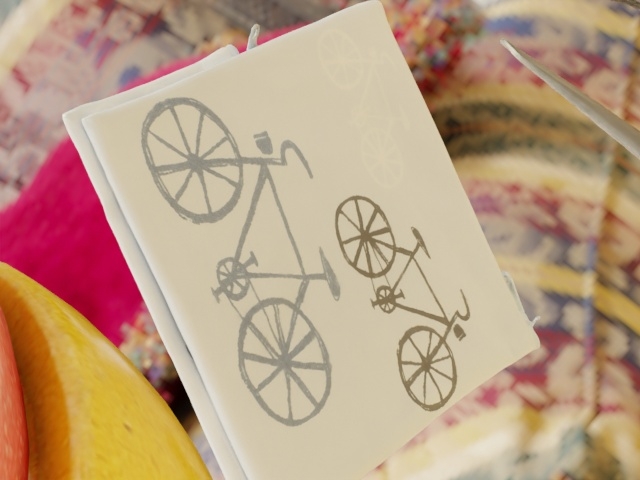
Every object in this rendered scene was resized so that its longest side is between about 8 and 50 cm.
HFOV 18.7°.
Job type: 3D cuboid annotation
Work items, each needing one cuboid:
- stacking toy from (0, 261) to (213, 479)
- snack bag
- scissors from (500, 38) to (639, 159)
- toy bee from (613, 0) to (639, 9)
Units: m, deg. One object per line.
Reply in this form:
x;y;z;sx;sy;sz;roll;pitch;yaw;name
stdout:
-0.123;0.084;0.371;0.480;0.350;0.351;32;29;-32;stacking toy
0.000;0.000;1.416;0.342;0.037;0.323;-30;97;-45;snack bag
0.191;0.009;0.756;0.109;0.021;0.297;-12;48;-36;scissors
0.245;-0.050;1.069;0.298;0.195;0.162;8;58;-19;toy bee
